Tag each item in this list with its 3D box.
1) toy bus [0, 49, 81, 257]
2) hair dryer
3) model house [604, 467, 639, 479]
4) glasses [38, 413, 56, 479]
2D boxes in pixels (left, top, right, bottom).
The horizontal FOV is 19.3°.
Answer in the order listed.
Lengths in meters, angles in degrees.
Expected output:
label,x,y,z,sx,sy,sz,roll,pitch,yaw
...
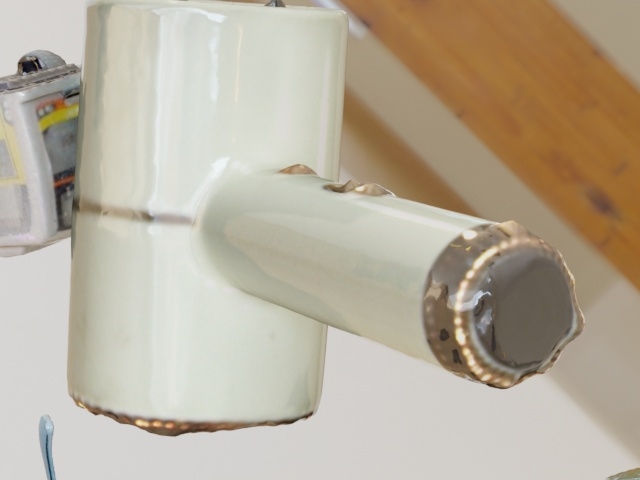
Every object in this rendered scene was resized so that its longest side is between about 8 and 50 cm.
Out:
label,x,y,z,sx,sy,sz,roll,pitch,yaw
toy bus,-0.214,-0.045,1.057,0.092,0.268,0.106,-25,106,-45
hair dryer,0.000,0.000,0.800,0.128,0.203,0.362,1,8,-28
model house,0.229,0.260,1.061,0.230,0.248,0.281,149,-67,-65
glasses,-0.229,0.218,1.114,0.189,0.221,0.088,4,14,-21
